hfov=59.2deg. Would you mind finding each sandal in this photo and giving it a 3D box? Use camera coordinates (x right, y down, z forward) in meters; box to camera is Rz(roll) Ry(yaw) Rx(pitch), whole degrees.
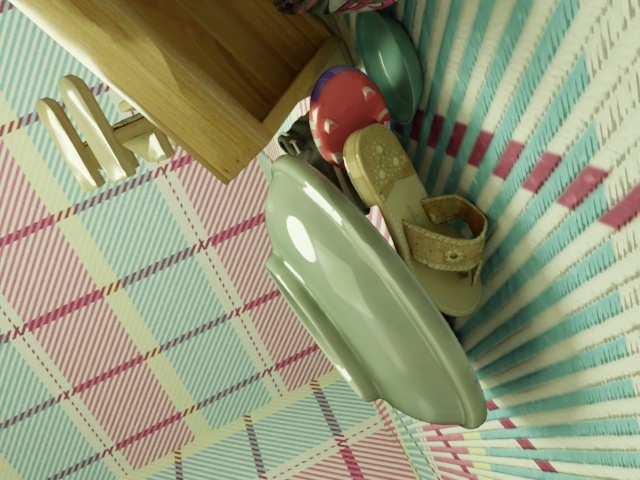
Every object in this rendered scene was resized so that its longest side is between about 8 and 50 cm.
[{"bbox_3d":[0.117,-0.012,0.536,0.079,0.088,0.240,-7,127,52],"label":"sandal"}]

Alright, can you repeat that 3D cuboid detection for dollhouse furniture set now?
[{"bbox_3d":[-0.179,-0.276,0.776,0.394,0.362,0.256,-2,118,52],"label":"dollhouse furniture set"}]

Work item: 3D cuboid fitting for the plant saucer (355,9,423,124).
[{"bbox_3d":[0.070,-0.173,0.553,0.119,0.021,0.119,63,174,12],"label":"plant saucer"}]

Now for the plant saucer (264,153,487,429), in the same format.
[{"bbox_3d":[0.031,0.086,0.696,0.400,0.100,0.400,52,171,12],"label":"plant saucer"}]

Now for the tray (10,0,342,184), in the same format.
[{"bbox_3d":[-0.179,-0.251,0.464,0.411,0.076,0.203,40,-136,-14],"label":"tray"}]

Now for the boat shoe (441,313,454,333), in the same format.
[{"bbox_3d":[0.155,0.176,0.910,0.095,0.095,0.257,58,173,5],"label":"boat shoe"}]

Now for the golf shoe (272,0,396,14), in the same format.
[{"bbox_3d":[0.038,-0.222,0.456,0.186,0.086,0.067,23,119,51],"label":"golf shoe"}]

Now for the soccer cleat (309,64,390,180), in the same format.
[{"bbox_3d":[0.033,-0.120,0.615,0.095,0.083,0.248,52,-173,25],"label":"soccer cleat"}]

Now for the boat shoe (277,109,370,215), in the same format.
[{"bbox_3d":[-0.005,-0.102,0.832,0.112,0.095,0.335,53,-169,-28],"label":"boat shoe"}]
